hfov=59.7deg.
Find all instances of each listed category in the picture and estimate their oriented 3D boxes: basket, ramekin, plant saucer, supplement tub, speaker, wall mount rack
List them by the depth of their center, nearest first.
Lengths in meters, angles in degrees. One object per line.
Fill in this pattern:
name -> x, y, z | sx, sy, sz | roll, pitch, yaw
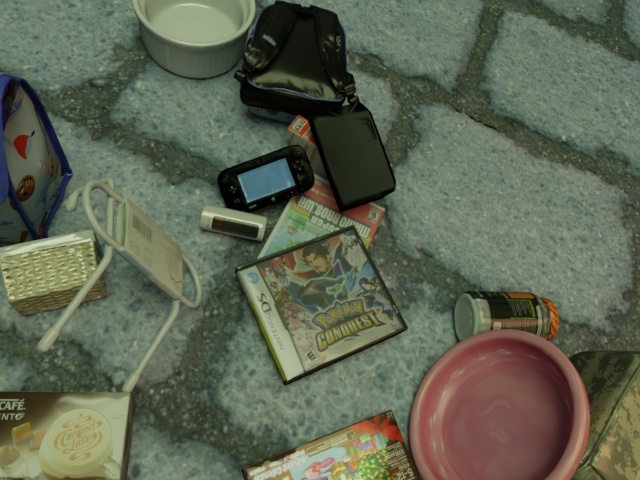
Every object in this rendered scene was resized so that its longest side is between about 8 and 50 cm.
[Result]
wall mount rack -> -0.338, 0.073, 0.956 | 0.130, 0.350, 0.304 | -19, 53, 11
plant saucer -> 0.317, 0.323, 0.995 | 0.084, 0.332, 0.332 | 40, 57, -32
basket -> -0.484, 0.061, 1.020 | 0.167, 0.113, 0.103 | -14, 71, -18
supplement tub -> 0.388, 0.165, 1.166 | 0.190, 0.117, 0.117 | 3, 64, -11
speaker -> -0.183, -0.037, 1.169 | 0.136, 0.055, 0.055 | 13, 63, -7
ramekin -> -0.300, -0.523, 1.329 | 0.277, 0.135, 0.277 | 5, 63, -11

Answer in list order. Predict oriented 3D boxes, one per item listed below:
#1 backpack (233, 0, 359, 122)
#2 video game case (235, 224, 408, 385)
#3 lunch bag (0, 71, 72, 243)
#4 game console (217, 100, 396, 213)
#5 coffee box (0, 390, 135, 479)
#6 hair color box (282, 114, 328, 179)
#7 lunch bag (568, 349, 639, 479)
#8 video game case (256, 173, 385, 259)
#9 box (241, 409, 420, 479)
backpack -> -0.054, -0.409, 1.291 | 0.276, 0.213, 0.264 | 12, 71, -14
video game case -> 0.002, 0.119, 1.118 | 0.274, 0.035, 0.248 | -20, 71, -20
lunch bag -> -0.641, -0.154, 0.934 | 0.327, 0.385, 0.239 | 7, 63, -10
game console -> -0.035, -0.142, 1.191 | 0.361, 0.044, 0.213 | -20, 86, 1
coffee box -> -0.441, 0.324, 0.910 | 0.246, 0.098, 0.141 | 5, 64, -11
hair color box -> 0.001, -0.201, 1.267 | 0.167, 0.093, 0.053 | 32, 62, 3
lunch bag -> 0.542, 0.395, 1.040 | 0.256, 0.212, 0.305 | 47, 66, -5
video game case -> 0.000, 0.000, 1.209 | 0.204, 0.025, 0.285 | 26, 62, 0
box -> 0.031, 0.447, 0.983 | 0.293, 0.057, 0.201 | -16, 70, -19
